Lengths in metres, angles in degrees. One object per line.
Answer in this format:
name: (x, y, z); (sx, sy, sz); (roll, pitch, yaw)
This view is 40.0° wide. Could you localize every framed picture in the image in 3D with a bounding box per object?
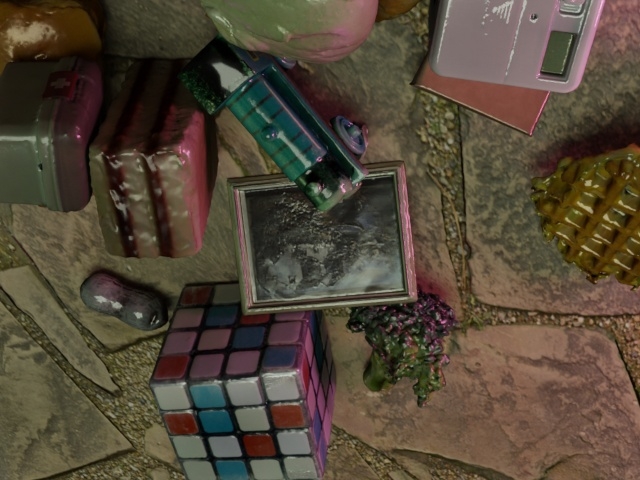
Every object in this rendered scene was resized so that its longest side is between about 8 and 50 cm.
framed picture: (0.000, 0.000, 1.419); (0.296, 0.019, 0.232); (-6, 96, 10)

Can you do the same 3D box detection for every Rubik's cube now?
Rubik's cube: (-0.120, 0.241, 1.525); (0.253, 0.259, 0.256); (-3, 125, 11)

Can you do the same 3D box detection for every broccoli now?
broccoli: (0.151, 0.202, 1.513); (0.177, 0.198, 0.275); (-31, 138, -26)

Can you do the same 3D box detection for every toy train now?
toy train: (-0.055, -0.170, 1.234); (0.120, 0.194, 0.298); (-38, 97, 24)

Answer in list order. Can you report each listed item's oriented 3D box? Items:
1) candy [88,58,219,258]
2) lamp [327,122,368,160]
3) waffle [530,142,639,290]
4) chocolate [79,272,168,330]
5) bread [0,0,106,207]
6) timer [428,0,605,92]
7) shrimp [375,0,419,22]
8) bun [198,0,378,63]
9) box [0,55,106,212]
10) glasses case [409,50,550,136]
candy: (-0.221, -0.123, 1.242); (0.135, 0.321, 0.180); (1, 122, 1)
lamp: (-0.020, -0.181, 1.340); (0.198, 0.056, 0.050); (20, 128, -3)
waffle: (0.472, -0.021, 1.311); (0.325, 0.068, 0.302); (-1, 138, 48)
chocolate: (-0.350, 0.112, 1.574); (0.167, 0.072, 0.072); (22, 125, -9)
bread: (-0.410, -0.207, 1.305); (0.195, 0.149, 0.344); (9, 126, 0)
timer: (0.245, -0.322, 1.117); (0.194, 0.195, 0.192); (8, 126, 0)
shrimp: (0.060, -0.408, 1.003); (0.085, 0.445, 0.272); (-40, 96, -17)
bun: (-0.071, -0.330, 1.079); (0.187, 0.293, 0.293); (-32, 122, -13)
box: (-0.356, -0.141, 1.145); (0.129, 0.210, 0.148); (0, 129, -5)
glasses case: (0.234, -0.234, 1.270); (0.193, 0.070, 0.103); (22, 97, -6)
